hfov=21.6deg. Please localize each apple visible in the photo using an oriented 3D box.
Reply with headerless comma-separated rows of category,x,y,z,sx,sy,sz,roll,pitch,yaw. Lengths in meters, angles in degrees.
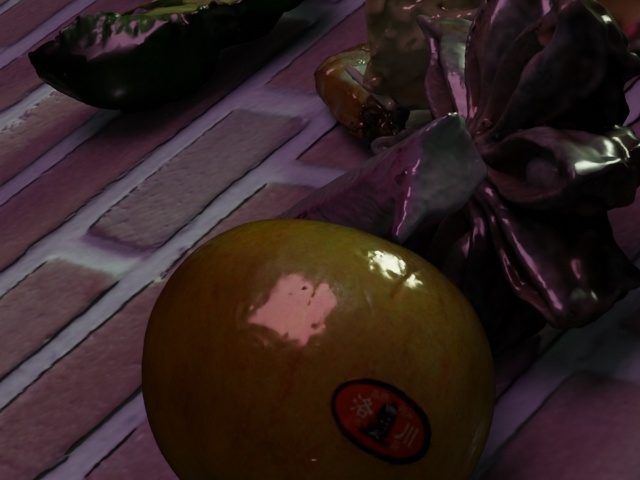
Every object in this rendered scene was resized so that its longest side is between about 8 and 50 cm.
apple,-0.003,0.078,0.837,0.182,0.182,0.155,2,61,39

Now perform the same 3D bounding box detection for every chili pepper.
chili pepper,-0.113,-0.184,1.430,0.264,0.116,0.148,-34,42,-15

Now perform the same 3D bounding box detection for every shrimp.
shrimp,0.041,-0.112,1.244,0.091,0.043,0.184,-18,29,6

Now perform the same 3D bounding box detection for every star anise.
star anise,0.115,-0.037,0.949,0.223,0.109,0.236,-30,52,54

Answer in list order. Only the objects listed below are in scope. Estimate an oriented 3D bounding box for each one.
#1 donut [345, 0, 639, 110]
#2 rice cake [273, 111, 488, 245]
donut,0.217,-0.178,1.100,0.307,0.150,0.371,-36,33,-28
rice cake,0.001,-0.001,0.967,0.081,0.051,0.290,-48,8,-28
